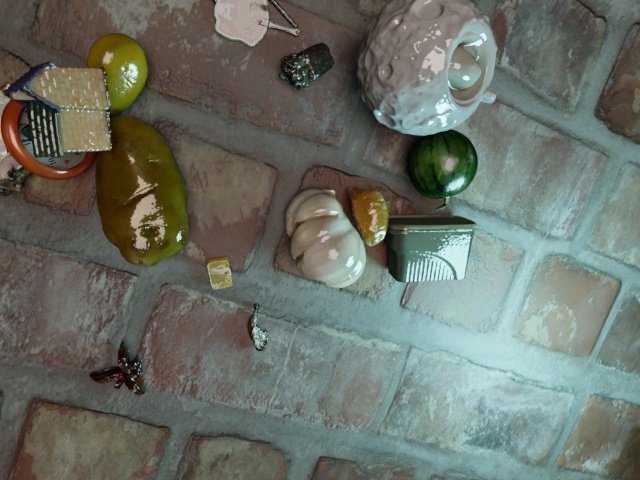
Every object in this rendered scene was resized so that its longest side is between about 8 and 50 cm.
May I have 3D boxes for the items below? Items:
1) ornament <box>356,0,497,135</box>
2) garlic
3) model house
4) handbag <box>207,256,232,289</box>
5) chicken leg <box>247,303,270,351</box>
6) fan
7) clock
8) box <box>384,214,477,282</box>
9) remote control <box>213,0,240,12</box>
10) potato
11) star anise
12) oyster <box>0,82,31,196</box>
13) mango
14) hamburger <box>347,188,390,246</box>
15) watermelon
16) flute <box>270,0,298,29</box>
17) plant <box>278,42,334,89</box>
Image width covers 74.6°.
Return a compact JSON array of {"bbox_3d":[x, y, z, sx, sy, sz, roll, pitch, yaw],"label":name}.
[{"bbox_3d":[0.246,-0.429,1.035,0.336,0.337,0.338,-3,102,-12],"label":"ornament"},{"bbox_3d":[0.002,0.010,1.145,0.203,0.185,0.281,-28,107,11],"label":"garlic"},{"bbox_3d":[-0.555,-0.269,0.879,0.172,0.166,0.183,-22,114,-49],"label":"model house"},{"bbox_3d":[-0.282,0.092,1.179,0.061,0.027,0.084,-12,106,-10],"label":"handbag"},{"bbox_3d":[-0.185,0.260,1.232,0.062,0.037,0.145,-24,108,-29],"label":"chicken leg"},{"bbox_3d":[-0.157,-0.557,1.063,0.219,0.009,0.132,8,114,-17],"label":"fan"},{"bbox_3d":[-0.616,-0.243,0.966,0.051,0.205,0.206,-2,107,33],"label":"clock"},{"bbox_3d":[0.314,0.023,1.242,0.273,0.138,0.179,-2,107,-12],"label":"box"},{"bbox_3d":[-0.285,-0.679,1.014,0.063,0.025,0.245,-32,107,-3],"label":"remote control"},{"bbox_3d":[-0.443,-0.121,1.039,0.195,0.176,0.370,-5,97,23],"label":"potato"},{"bbox_3d":[-0.533,0.377,1.129,0.158,0.144,0.141,34,101,-18],"label":"star anise"},{"bbox_3d":[-0.719,-0.233,0.984,0.198,0.092,0.260,9,83,-17],"label":"oyster"},{"bbox_3d":[-0.485,-0.385,0.983,0.098,0.137,0.195,37,97,26],"label":"mango"},{"bbox_3d":[0.144,-0.079,1.168,0.102,0.087,0.176,-23,79,29],"label":"hamburger"},{"bbox_3d":[0.341,-0.199,1.167,0.187,0.188,0.215,-14,90,-9],"label":"watermelon"},{"bbox_3d":[-0.155,-0.641,1.057,0.269,0.014,0.014,42,91,-18],"label":"flute"},{"bbox_3d":[-0.039,-0.451,1.087,0.143,0.094,0.092,-34,122,-15],"label":"plant"}]
